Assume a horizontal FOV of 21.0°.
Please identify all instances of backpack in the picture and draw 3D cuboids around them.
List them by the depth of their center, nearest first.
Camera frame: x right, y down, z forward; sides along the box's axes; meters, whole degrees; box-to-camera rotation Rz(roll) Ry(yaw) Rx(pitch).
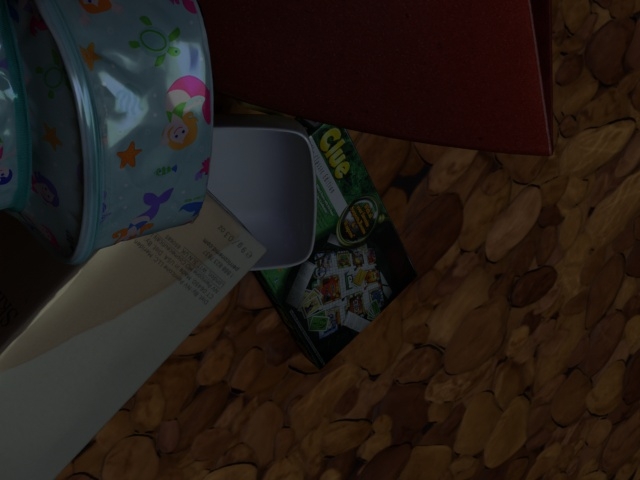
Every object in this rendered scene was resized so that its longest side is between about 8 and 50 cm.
[{"bbox_3d":[-0.179,-0.110,1.092,0.191,0.253,0.225,-22,134,-33],"label":"backpack"}]

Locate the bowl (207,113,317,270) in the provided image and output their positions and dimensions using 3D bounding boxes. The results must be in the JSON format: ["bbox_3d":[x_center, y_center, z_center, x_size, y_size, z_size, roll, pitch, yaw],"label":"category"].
[{"bbox_3d":[-0.075,-0.045,1.380,0.142,0.053,0.142,-1,127,-2],"label":"bowl"}]

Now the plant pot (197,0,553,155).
[{"bbox_3d":[0.028,-0.227,1.176,0.236,0.267,0.267,-5,142,12],"label":"plant pot"}]

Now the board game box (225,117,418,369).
[{"bbox_3d":[0.000,0.000,1.548,0.136,0.030,0.259,-41,141,-11],"label":"board game box"}]

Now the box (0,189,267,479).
[{"bbox_3d":[-0.206,0.059,1.246,0.311,0.148,0.121,-48,133,-3],"label":"box"}]

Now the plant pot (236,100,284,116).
[{"bbox_3d":[-0.036,-0.146,1.356,0.081,0.081,0.083,10,124,-49],"label":"plant pot"}]
